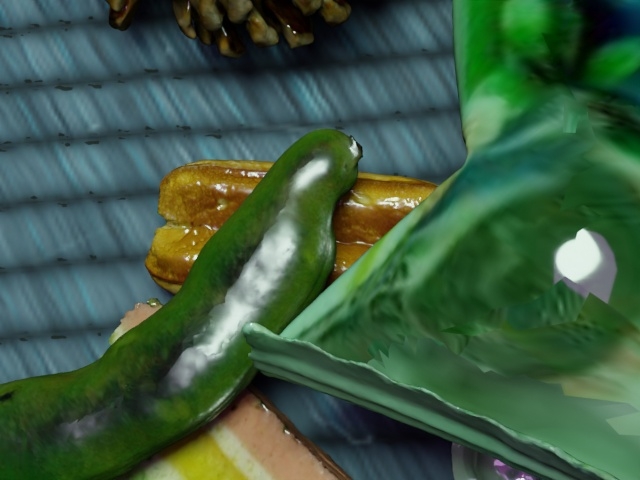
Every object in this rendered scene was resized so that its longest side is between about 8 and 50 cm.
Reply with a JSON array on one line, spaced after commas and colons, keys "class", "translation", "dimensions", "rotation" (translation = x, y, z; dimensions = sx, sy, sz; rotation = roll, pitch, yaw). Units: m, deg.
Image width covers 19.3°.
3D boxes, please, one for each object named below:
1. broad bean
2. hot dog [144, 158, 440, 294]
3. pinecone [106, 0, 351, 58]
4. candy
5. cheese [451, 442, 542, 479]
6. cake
[{"class": "broad bean", "translation": [-0.111, 0.042, 0.863], "dimensions": [0.292, 0.049, 0.144], "rotation": [-13, 77, 13]}, {"class": "hot dog", "translation": [0.000, 0.000, 0.895], "dimensions": [0.165, 0.045, 0.071], "rotation": [5, 78, 9]}, {"class": "pinecone", "translation": [-0.044, -0.175, 0.874], "dimensions": [0.195, 0.179, 0.150], "rotation": [26, 59, 26]}, {"class": "candy", "translation": [0.153, -0.069, 0.815], "dimensions": [0.263, 0.172, 0.398], "rotation": [19, 78, 6]}, {"class": "cheese", "translation": [0.120, 0.100, 0.865], "dimensions": [0.120, 0.026, 0.067], "rotation": [1, 79, 8]}, {"class": "cake", "translation": [-0.036, 0.136, 0.875], "dimensions": [0.109, 0.090, 0.225], "rotation": [-49, 57, -1]}]
